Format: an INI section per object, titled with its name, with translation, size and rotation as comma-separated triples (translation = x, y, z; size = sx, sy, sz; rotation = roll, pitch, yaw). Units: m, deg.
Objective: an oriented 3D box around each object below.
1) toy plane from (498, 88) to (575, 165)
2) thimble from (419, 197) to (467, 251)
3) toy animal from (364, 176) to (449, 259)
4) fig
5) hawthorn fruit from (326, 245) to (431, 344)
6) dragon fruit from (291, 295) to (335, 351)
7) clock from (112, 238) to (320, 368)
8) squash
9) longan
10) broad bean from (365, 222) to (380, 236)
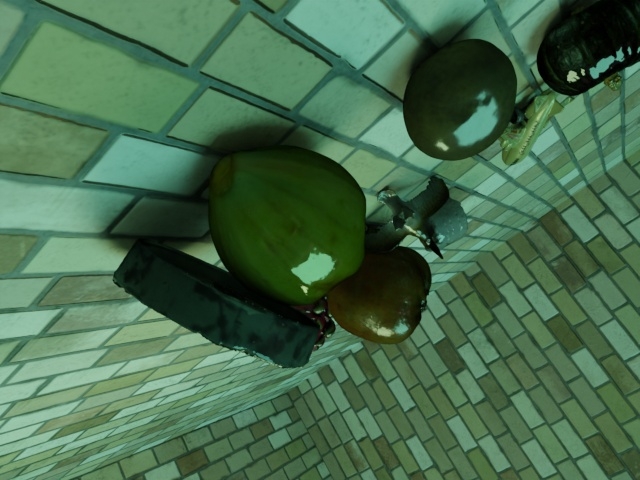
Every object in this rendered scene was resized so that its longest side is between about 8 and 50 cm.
[toy plane]
translation = 0.478, -0.263, 1.202
size = 0.229, 0.092, 0.244
rotation = -26, 162, -22
[thimble]
translation = 0.346, -0.045, 1.493
size = 0.118, 0.127, 0.151
rotation = -25, 166, -15
[toy animal]
translation = 0.207, -0.030, 1.217
size = 0.273, 0.197, 0.160
rotation = -40, 150, 11
[fig]
translation = -0.056, -0.036, 0.773
size = 0.240, 0.239, 0.271
rotation = -35, 131, 10
[hawthorn fruit]
translation = 0.131, 0.129, 1.358
size = 0.301, 0.267, 0.268
rotation = 9, 169, 15
[dragon fruit]
translation = -0.040, 0.221, 1.470
size = 0.273, 0.198, 0.218
rotation = -19, 149, -36
[clock]
translation = -0.153, 0.093, 0.805
size = 0.067, 0.325, 0.325
rotation = -64, 160, -3
[squash]
translation = 0.487, -0.343, 0.920
size = 0.194, 0.155, 0.193
rotation = -8, 171, -1
[longan]
translation = 0.213, -0.214, 0.799
size = 0.168, 0.167, 0.187
rotation = -19, 160, -32
[broad bean]
translation = 0.164, -0.008, 1.438
size = 0.060, 0.043, 0.298
rotation = -48, 156, 17
